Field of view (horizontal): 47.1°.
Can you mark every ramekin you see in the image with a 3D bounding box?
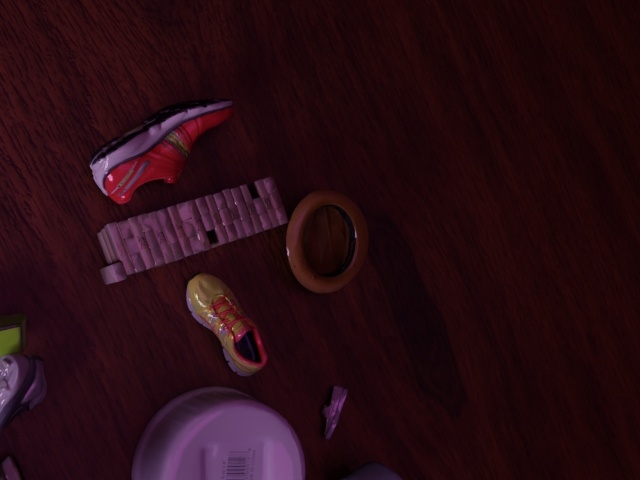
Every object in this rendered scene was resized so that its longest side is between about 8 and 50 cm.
[{"bbox_3d":[-0.159,0.384,1.213,0.277,0.135,0.277,4,82,-28],"label":"ramekin"}]

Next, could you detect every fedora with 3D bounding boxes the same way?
[{"bbox_3d":[0.000,0.000,1.377,0.194,0.079,0.194,-3,96,-33],"label":"fedora"}]

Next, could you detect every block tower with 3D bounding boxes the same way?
[{"bbox_3d":[-0.216,-0.023,1.265,0.335,0.091,0.097,-22,93,-29],"label":"block tower"}]

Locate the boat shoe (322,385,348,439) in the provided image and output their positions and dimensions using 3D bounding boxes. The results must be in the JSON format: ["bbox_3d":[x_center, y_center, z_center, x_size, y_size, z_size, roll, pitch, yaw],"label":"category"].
[{"bbox_3d":[0.020,0.320,1.377,0.035,0.035,0.100,19,77,4],"label":"boat shoe"}]

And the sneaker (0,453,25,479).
[{"bbox_3d":[-0.466,0.423,1.092,0.086,0.064,0.192,-21,93,-21],"label":"sneaker"}]

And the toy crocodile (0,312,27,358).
[{"bbox_3d":[-0.592,0.165,1.040,0.340,0.105,0.115,-15,129,-31],"label":"toy crocodile"}]

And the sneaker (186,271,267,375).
[{"bbox_3d":[-0.153,0.141,1.273,0.081,0.094,0.208,-38,100,-25],"label":"sneaker"}]

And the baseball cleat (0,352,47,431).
[{"bbox_3d":[-0.475,0.266,1.099,0.206,0.072,0.109,-58,154,3],"label":"baseball cleat"}]

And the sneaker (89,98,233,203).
[{"bbox_3d":[-0.263,-0.158,1.271,0.279,0.107,0.118,-35,118,-24],"label":"sneaker"}]

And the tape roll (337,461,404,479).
[{"bbox_3d":[0.112,0.504,1.291,0.072,0.219,0.219,-24,94,-28],"label":"tape roll"}]
